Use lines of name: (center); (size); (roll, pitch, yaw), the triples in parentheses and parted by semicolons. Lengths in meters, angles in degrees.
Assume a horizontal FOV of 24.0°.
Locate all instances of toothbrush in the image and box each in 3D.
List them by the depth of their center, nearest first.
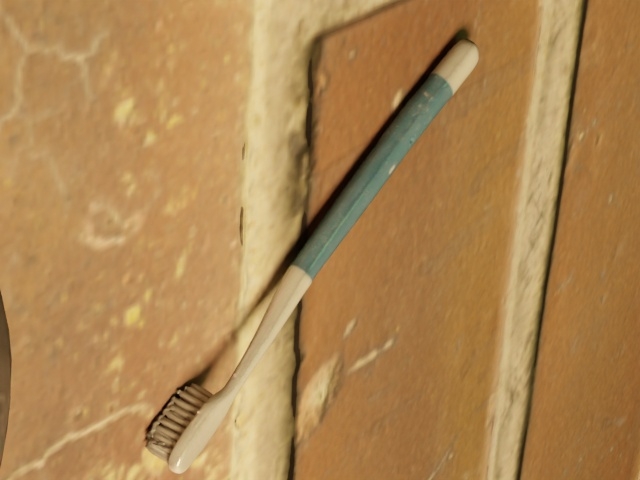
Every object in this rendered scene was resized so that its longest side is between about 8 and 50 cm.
toothbrush: (0.000, 0.000, 0.759); (0.275, 0.025, 0.019); (-54, 151, -19)

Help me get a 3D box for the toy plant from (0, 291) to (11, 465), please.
toy plant: (-0.260, 0.013, 0.272); (0.279, 0.185, 0.400); (-49, 141, 15)
